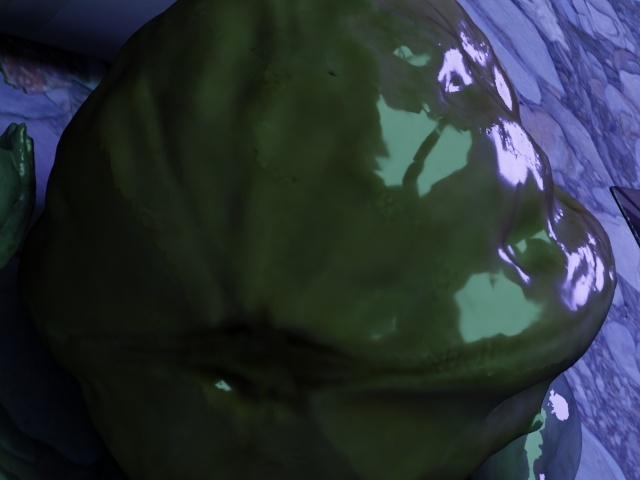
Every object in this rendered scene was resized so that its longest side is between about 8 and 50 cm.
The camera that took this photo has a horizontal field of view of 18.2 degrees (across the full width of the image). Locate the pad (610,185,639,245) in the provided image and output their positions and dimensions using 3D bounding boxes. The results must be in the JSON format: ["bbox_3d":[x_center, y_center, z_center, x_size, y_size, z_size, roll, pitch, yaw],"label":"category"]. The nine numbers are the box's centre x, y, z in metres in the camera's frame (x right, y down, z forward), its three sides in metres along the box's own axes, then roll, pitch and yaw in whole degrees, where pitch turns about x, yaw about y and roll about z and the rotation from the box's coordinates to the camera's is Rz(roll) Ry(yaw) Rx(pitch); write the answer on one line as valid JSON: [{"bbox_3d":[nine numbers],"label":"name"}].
[{"bbox_3d":[0.429,0.086,2.131,0.220,0.004,0.330,2,58,-56],"label":"pad"}]

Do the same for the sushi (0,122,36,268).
[{"bbox_3d":[-0.240,0.003,1.105,0.273,0.134,0.109,-13,84,-75],"label":"sushi"}]

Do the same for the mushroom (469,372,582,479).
[{"bbox_3d":[0.159,0.180,1.530,0.225,0.093,0.116,-87,155,-56],"label":"mushroom"}]

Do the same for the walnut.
[{"bbox_3d":[-0.002,-0.003,1.227,0.383,0.383,0.384,37,33,-30],"label":"walnut"}]

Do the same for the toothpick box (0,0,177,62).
[{"bbox_3d":[-0.174,-0.188,1.390,0.180,0.111,0.111,12,50,-53],"label":"toothpick box"}]
